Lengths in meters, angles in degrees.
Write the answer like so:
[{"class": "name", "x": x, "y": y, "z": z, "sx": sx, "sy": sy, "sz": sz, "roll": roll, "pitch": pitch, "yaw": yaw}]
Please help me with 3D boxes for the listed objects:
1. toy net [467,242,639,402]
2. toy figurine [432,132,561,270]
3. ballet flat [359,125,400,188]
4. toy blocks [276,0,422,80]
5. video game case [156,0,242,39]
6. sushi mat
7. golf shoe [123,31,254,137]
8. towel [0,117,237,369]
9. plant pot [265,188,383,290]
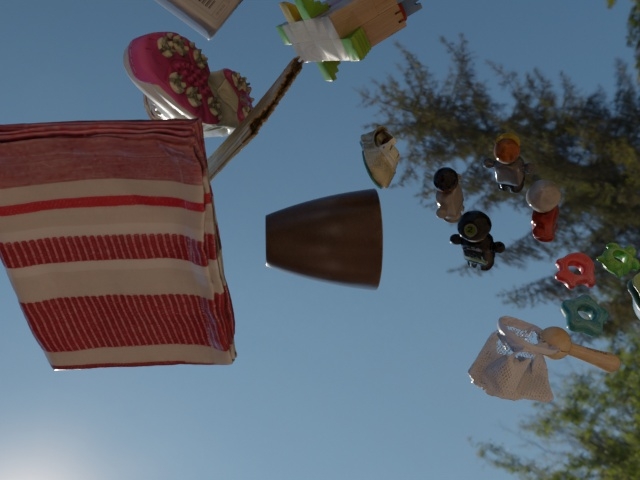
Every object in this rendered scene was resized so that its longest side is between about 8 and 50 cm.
[{"class": "toy net", "x": 0.225, "y": 0.062, "z": 0.619, "sx": 0.232, "sy": 0.122, "sz": 0.045, "roll": -18, "pitch": -34, "yaw": -20}, {"class": "toy figurine", "x": 0.323, "y": -0.075, "z": 1.309, "sx": 0.213, "sy": 0.209, "sz": 0.148, "roll": -24, "pitch": -38, "yaw": 4}, {"class": "ballet flat", "x": 0.088, "y": -0.129, "z": 1.019, "sx": 0.052, "sy": 0.168, "sz": 0.057, "roll": -35, "pitch": -65, "yaw": 14}, {"class": "toy blocks", "x": 0.090, "y": -0.492, "z": 1.511, "sx": 0.261, "sy": 0.381, "sz": 0.190, "roll": -33, "pitch": -68, "yaw": -11}, {"class": "video game case", "x": -0.224, "y": -0.496, "z": 1.047, "sx": 0.329, "sy": 0.036, "sz": 0.299, "roll": 34, "pitch": -120, "yaw": -11}, {"class": "sushi mat", "x": -0.132, "y": -0.115, "z": 0.941, "sx": 0.019, "sy": 0.317, "sz": 0.151, "roll": 39, "pitch": -130, "yaw": -13}, {"class": "golf shoe", "x": -0.195, "y": -0.191, "z": 0.962, "sx": 0.306, "sy": 0.140, "sz": 0.115, "roll": 14, "pitch": -117, "yaw": -72}, {"class": "towel", "x": -0.222, "y": 0.023, "z": 0.747, "sx": 0.237, "sy": 0.037, "sz": 0.328, "roll": -2, "pitch": -52, "yaw": 2}, {"class": "plant pot", "x": 0.000, "y": 0.000, "z": 1.470, "sx": 0.231, "sy": 0.215, "sz": 0.215, "roll": -1, "pitch": -64, "yaw": -4}]
